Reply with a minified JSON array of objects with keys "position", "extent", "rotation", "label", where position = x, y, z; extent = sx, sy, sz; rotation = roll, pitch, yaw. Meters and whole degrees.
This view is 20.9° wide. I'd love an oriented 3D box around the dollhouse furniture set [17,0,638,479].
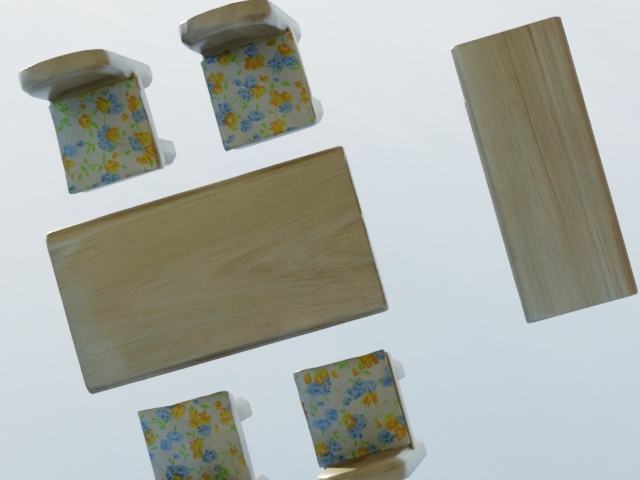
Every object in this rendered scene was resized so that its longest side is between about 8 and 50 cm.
[{"position":[0.000,0.000,0.728],"extent":[0.161,0.242,0.212],"rotation":[-2,-104,-81],"label":"dollhouse furniture set"}]
